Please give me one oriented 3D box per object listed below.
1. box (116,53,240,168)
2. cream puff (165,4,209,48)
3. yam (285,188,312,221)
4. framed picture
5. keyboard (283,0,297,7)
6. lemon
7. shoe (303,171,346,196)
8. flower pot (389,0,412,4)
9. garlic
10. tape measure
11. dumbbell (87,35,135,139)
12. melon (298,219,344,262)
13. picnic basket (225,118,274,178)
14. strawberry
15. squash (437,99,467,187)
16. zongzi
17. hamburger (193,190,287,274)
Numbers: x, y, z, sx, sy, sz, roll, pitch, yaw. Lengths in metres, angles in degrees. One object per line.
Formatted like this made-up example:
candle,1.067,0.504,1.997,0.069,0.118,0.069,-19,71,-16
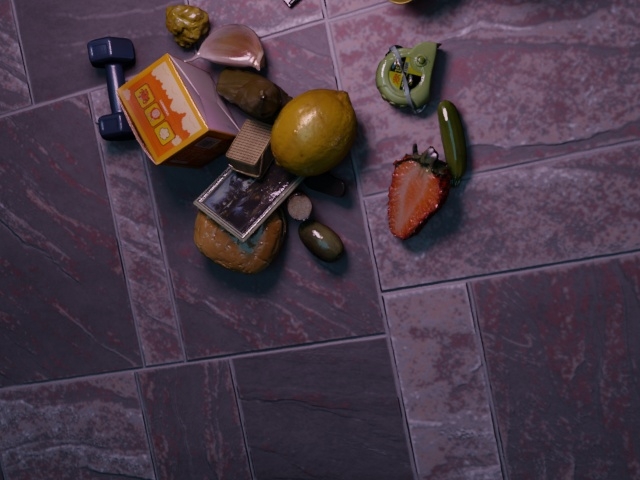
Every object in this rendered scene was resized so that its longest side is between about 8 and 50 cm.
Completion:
box,-0.415,-0.374,1.811,0.214,0.283,0.259,-31,86,14
cream puff,-0.418,-0.665,1.866,0.146,0.146,0.116,11,98,14
yam,-0.067,-0.110,1.817,0.084,0.127,0.084,-1,103,-4
framed picture,-0.214,-0.162,1.816,0.232,0.019,0.296,35,74,23
keyboard,-0.005,-0.844,1.795,0.317,0.027,0.106,-37,88,15
lemon,-0.019,-0.312,1.735,0.263,0.236,0.236,-18,89,9
shoe,0.017,-0.180,1.828,0.179,0.049,0.071,28,113,34
flower pot,0.240,-0.755,1.645,0.195,0.179,0.195,8,114,20
garlic,-0.297,-0.591,1.829,0.266,0.148,0.128,0,115,10
tape measure,0.246,-0.470,1.717,0.175,0.106,0.200,7,98,1
dumbbell,-0.661,-0.488,1.944,0.144,0.160,0.325,-5,94,47
melon,0.000,0.000,1.822,0.162,0.099,0.099,41,103,15
picnic basket,-0.201,-0.279,1.818,0.115,0.079,0.164,20,68,19
strawberry,0.289,-0.141,1.734,0.188,0.106,0.286,34,117,33
squash,0.382,-0.279,1.713,0.066,0.066,0.252,-10,93,16
zongzi,-0.226,-0.443,1.750,0.260,0.289,0.123,30,99,12
hamburger,-0.255,-0.032,1.869,0.283,0.144,0.259,16,99,17
